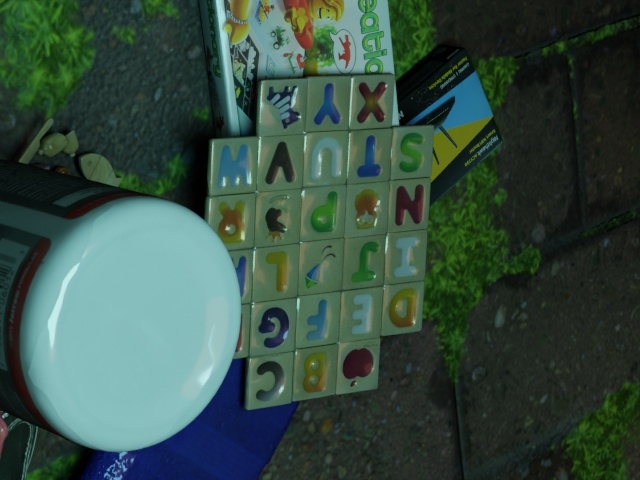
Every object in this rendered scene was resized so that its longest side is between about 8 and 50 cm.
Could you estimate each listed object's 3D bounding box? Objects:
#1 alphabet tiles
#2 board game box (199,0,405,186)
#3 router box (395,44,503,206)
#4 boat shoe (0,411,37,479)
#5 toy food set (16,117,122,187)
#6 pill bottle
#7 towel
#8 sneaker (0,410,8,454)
[{"bbox_3d":[0.000,0.000,1.968,0.285,0.011,0.342,-6,105,-37],"label":"alphabet tiles"},{"bbox_3d":[-0.020,-0.184,1.968,0.193,0.053,0.305,-15,110,-22],"label":"board game box"},{"bbox_3d":[0.114,-0.117,2.136,0.179,0.046,0.133,-41,123,-25],"label":"router box"},{"bbox_3d":[-0.316,0.257,1.827,0.078,0.070,0.219,25,85,-47],"label":"boat shoe"},{"bbox_3d":[-0.249,-0.065,1.849,0.078,0.019,0.122,-57,138,-15],"label":"toy food set"},{"bbox_3d":[-0.253,0.041,1.636,0.210,0.363,0.210,-11,107,-39],"label":"pill bottle"},{"bbox_3d":[-0.132,0.188,1.983,0.228,0.076,0.308,40,73,-47],"label":"towel"},{"bbox_3d":[-0.377,0.271,1.736,0.116,0.136,0.314,23,85,-42],"label":"sneaker"}]
